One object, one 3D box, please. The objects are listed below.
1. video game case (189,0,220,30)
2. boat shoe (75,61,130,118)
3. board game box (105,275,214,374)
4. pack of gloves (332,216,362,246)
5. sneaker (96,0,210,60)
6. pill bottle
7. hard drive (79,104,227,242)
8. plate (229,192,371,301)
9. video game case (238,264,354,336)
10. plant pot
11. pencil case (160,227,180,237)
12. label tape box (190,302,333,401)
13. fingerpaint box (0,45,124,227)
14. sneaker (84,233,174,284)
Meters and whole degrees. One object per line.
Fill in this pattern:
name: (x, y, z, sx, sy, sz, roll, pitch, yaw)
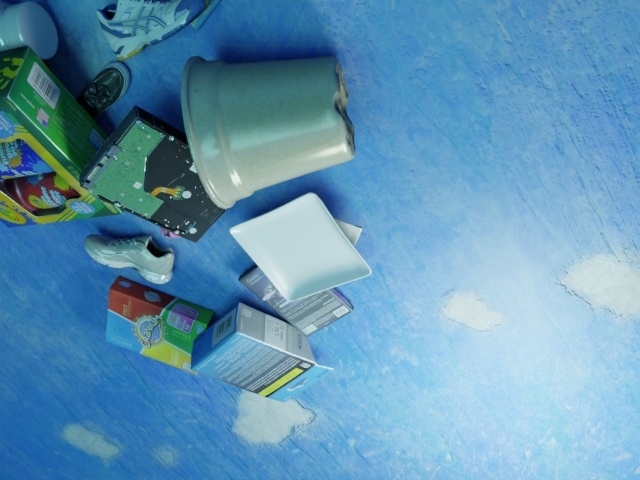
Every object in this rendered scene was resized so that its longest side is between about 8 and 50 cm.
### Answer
video game case: (-0.300, -0.555, 1.444, 0.166, 0.015, 0.119, 41, 126, -14)
boat shoe: (-0.554, -0.349, 1.631, 0.228, 0.076, 0.080, -29, 112, 32)
board game box: (-0.503, 0.267, 2.064, 0.316, 0.064, 0.242, 20, 128, 3)
pack of gloves: (0.000, 0.000, 1.743, 0.195, 0.046, 0.232, 18, 138, 5)
sneaker: (-0.374, -0.493, 1.437, 0.296, 0.112, 0.131, -13, 118, 32)
pill bottle: (-0.786, -0.459, 1.558, 0.318, 0.176, 0.176, -7, 122, 19)
hard drive: (-0.369, -0.149, 1.605, 0.339, 0.064, 0.237, 27, 115, -40)
plate: (-0.047, 0.016, 1.694, 0.278, 0.045, 0.277, -21, 119, 30)
video game case: (-0.069, 0.148, 1.856, 0.274, 0.026, 0.196, 42, 128, -18)
plant pot: (-0.092, -0.259, 1.430, 0.305, 0.334, 0.334, -10, 122, 10)
pencil case: (-0.393, -0.101, 1.747, 0.095, 0.098, 0.209, 24, 133, 37)
label tape box: (-0.171, 0.342, 1.972, 0.347, 0.115, 0.249, 26, 131, -30)
fingerpaint box: (-0.735, -0.223, 1.612, 0.371, 0.163, 0.445, -5, 147, 17)
sneaker: (-0.535, 0.021, 1.890, 0.262, 0.099, 0.121, 21, 121, -7)
